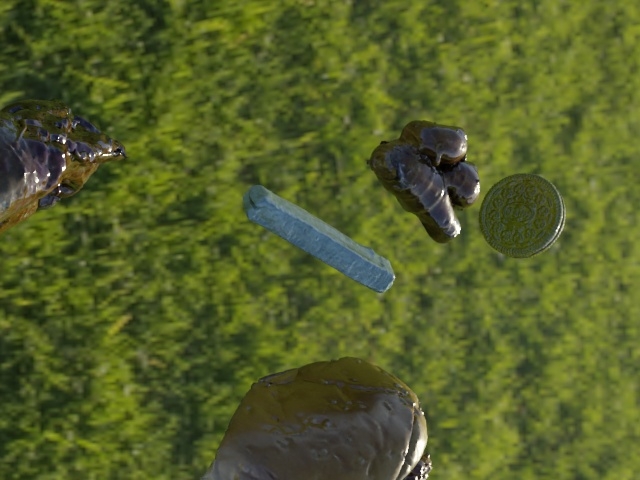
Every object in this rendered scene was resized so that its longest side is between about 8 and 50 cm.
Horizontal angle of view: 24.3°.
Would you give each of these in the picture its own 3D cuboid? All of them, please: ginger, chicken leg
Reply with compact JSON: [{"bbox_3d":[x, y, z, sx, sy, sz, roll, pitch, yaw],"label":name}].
[{"bbox_3d":[0.120,-0.074,1.592,0.103,0.073,0.162,-45,135,-4],"label":"ginger"},{"bbox_3d":[-0.244,-0.028,0.995,0.083,0.177,0.322,51,19,2],"label":"chicken leg"}]

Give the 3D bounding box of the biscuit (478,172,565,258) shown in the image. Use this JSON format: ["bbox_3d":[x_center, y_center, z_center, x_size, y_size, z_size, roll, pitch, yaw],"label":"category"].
[{"bbox_3d":[0.191,-0.023,1.408,0.023,0.084,0.084,31,62,-58],"label":"biscuit"}]

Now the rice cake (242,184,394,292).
[{"bbox_3d":[0.000,0.000,1.309,0.170,0.029,0.033,29,21,-33],"label":"rice cake"}]

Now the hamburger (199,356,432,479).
[{"bbox_3d":[-0.007,0.221,1.468,0.282,0.245,0.155,-86,-176,-67],"label":"hamburger"}]
